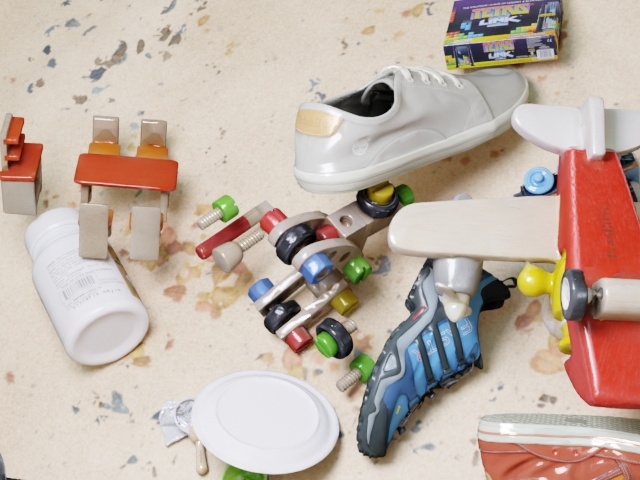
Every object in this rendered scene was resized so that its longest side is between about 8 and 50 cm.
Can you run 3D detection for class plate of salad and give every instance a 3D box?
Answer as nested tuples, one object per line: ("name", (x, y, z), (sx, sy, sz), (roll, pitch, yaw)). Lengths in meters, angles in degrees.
("plate of salad", (-0.075, 0.247, 1.699), (0.199, 0.048, 0.200), (6, 35, -4))

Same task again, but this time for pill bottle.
("pill bottle", (-0.357, 0.063, 1.892), (0.131, 0.131, 0.229), (-33, 55, -3))

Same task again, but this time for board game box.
("board game box", (0.281, -0.323, 1.935), (0.170, 0.048, 0.141), (-4, 39, 17))

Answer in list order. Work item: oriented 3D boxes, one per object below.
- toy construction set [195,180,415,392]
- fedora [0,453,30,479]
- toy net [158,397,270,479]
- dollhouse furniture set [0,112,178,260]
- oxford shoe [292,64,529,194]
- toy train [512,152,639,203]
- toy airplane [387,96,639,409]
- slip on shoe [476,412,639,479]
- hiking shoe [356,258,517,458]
("toy construction set", (0.000, 0.000, 1.782), (0.237, 0.258, 0.308), (-36, 44, -26))
("fedora", (-0.380, 0.433, 1.624), (0.152, 0.334, 0.334), (3, 50, -26))
("toy net", (-0.137, 0.268, 1.740), (0.232, 0.045, 0.122), (33, 75, 33))
("dollhouse furniture set", (-0.343, -0.105, 1.892), (0.259, 0.135, 0.262), (4, 35, -7))
("oxford shoe", (0.138, -0.188, 1.768), (0.449, 0.130, 0.169), (-24, 24, -38))
("toy train", (0.361, -0.061, 1.756), (0.184, 0.080, 0.105), (-20, 64, 4))
("toy airplane", (0.333, 0.012, 1.598), (0.386, 0.272, 0.384), (38, 57, 24))
("slip on shoe", (0.355, 0.272, 1.540), (0.331, 0.123, 0.101), (1, 92, 14))
("hiking shoe", (0.147, 0.158, 1.670), (0.132, 0.113, 0.304), (25, 81, 5))
